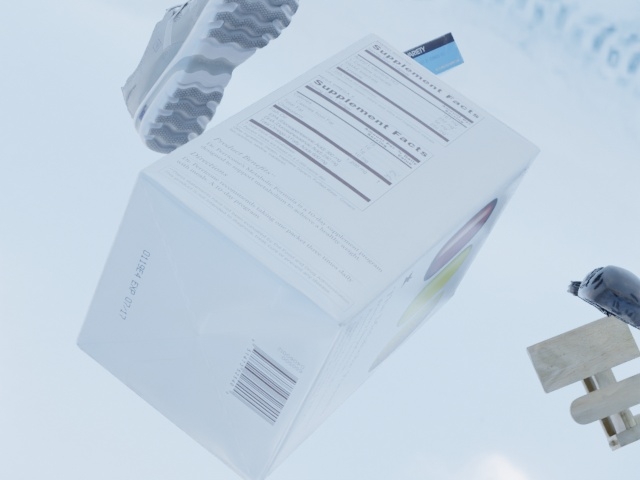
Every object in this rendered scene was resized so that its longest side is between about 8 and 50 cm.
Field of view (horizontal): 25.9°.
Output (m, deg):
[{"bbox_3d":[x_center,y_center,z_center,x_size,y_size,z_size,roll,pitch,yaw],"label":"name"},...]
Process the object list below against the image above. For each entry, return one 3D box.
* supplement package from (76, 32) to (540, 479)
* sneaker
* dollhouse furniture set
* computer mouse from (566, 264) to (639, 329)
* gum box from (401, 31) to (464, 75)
[{"bbox_3d":[0.000,0.000,0.805,0.134,0.244,0.139,37,130,13],"label":"supplement package"},{"bbox_3d":[-0.124,-0.232,1.464,0.281,0.115,0.105,-50,145,12],"label":"sneaker"},{"bbox_3d":[0.308,0.186,1.648,0.123,0.144,0.151,-20,167,-13],"label":"dollhouse furniture set"},{"bbox_3d":[0.274,0.049,1.310,0.071,0.242,0.041,30,91,3],"label":"computer mouse"},{"bbox_3d":[0.059,-0.171,1.576,0.041,0.157,0.184,66,164,-2],"label":"gum box"}]
